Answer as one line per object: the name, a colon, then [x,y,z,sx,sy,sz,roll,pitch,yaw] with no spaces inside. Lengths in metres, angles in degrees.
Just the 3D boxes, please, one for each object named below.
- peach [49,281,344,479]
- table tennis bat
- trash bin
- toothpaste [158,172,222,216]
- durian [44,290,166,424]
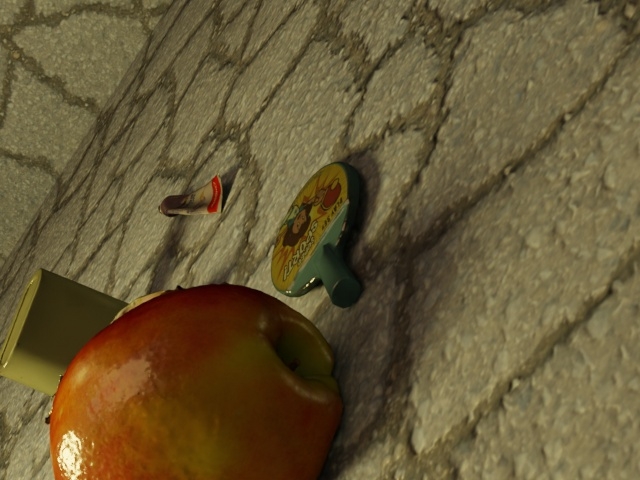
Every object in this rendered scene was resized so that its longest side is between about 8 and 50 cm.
peach: [-0.181,0.245,1.249,0.380,0.306,0.242,-45,23,26]
table tennis bat: [0.000,0.000,1.437,0.215,0.044,0.329,-55,23,15]
trash bin: [-0.485,0.202,1.963,0.121,0.247,0.243,-27,41,51]
toothpaste: [-0.268,-0.082,2.058,0.301,0.048,0.075,-9,54,59]
durian: [-0.337,0.218,1.779,0.305,0.185,0.195,-59,5,0]
